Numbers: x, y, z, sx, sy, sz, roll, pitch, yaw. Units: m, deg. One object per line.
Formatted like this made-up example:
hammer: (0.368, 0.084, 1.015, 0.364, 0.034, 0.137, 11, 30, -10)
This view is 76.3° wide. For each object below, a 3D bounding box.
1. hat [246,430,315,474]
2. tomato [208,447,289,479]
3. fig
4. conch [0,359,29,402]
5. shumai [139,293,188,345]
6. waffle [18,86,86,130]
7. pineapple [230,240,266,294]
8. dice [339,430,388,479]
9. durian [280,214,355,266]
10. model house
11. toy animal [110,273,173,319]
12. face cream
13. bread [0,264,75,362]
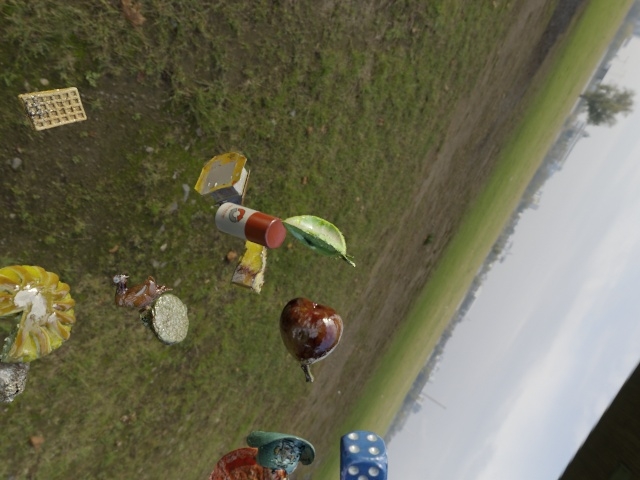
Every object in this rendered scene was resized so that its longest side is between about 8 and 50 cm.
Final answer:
hat: (-0.091, 0.459, 0.874, 0.191, 0.138, 0.078, -43, -157, 57)
tomato: (-0.210, 0.838, 1.342, 0.309, 0.308, 0.170, -57, 150, -6)
fig: (-0.029, 0.282, 1.116, 0.146, 0.169, 0.275, -61, 159, -58)
conch: (-1.100, 0.474, 1.418, 0.178, 0.163, 0.245, -39, -171, 22)
shumai: (-0.389, 0.197, 0.996, 0.098, 0.087, 0.124, 3, 74, -57)
waffle: (-0.775, -0.384, 1.186, 0.148, 0.042, 0.103, -30, 133, -38)
pineapple: (-0.244, 0.097, 1.369, 0.186, 0.114, 0.237, -84, -173, -56)
dice: (0.131, 0.697, 1.283, 0.146, 0.146, 0.143, -77, 169, -80)
durian: (0.000, 0.000, 1.037, 0.086, 0.215, 0.100, -64, 175, 16)
model house: (-0.339, -0.216, 1.536, 0.136, 0.207, 0.220, 57, 27, -43)
toy animal: (-0.627, 0.175, 1.429, 0.188, 0.089, 0.179, -24, 114, -18)
face cream: (-0.214, -0.047, 1.243, 0.095, 0.214, 0.096, -31, 130, -46)
bread: (-1.000, 0.237, 1.389, 0.160, 0.333, 0.333, -25, -173, 42)
